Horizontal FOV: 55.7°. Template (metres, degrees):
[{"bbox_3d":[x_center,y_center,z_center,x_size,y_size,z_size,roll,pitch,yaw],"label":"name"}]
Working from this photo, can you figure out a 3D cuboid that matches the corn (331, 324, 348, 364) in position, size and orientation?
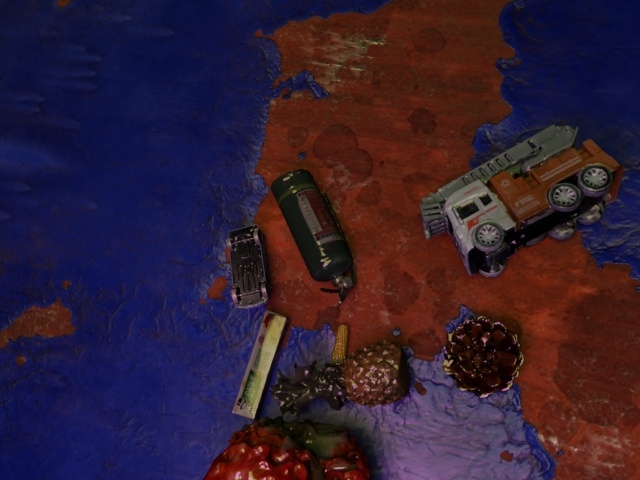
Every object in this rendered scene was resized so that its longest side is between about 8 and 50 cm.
[{"bbox_3d":[0.038,0.201,1.147,0.027,0.028,0.083,10,76,-4],"label":"corn"}]

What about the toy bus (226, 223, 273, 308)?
[{"bbox_3d":[-0.138,0.057,1.214,0.073,0.076,0.167,-13,69,10],"label":"toy bus"}]

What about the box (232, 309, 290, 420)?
[{"bbox_3d":[-0.114,0.240,1.171,0.050,0.041,0.207,15,79,16],"label":"box"}]

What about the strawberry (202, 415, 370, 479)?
[{"bbox_3d":[-0.080,0.464,0.976,0.267,0.312,0.351,17,97,40],"label":"strawberry"}]

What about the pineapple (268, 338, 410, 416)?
[{"bbox_3d":[0.032,0.252,1.086,0.252,0.125,0.125,-15,70,12],"label":"pineapple"}]

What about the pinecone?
[{"bbox_3d":[0.273,0.197,1.036,0.140,0.121,0.140,-8,69,21],"label":"pinecone"}]

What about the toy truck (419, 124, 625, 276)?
[{"bbox_3d":[0.346,-0.071,1.094,0.339,0.133,0.184,-28,59,3],"label":"toy truck"}]

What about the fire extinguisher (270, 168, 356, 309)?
[{"bbox_3d":[0.000,0.000,1.185,0.093,0.118,0.294,-43,63,38],"label":"fire extinguisher"}]
